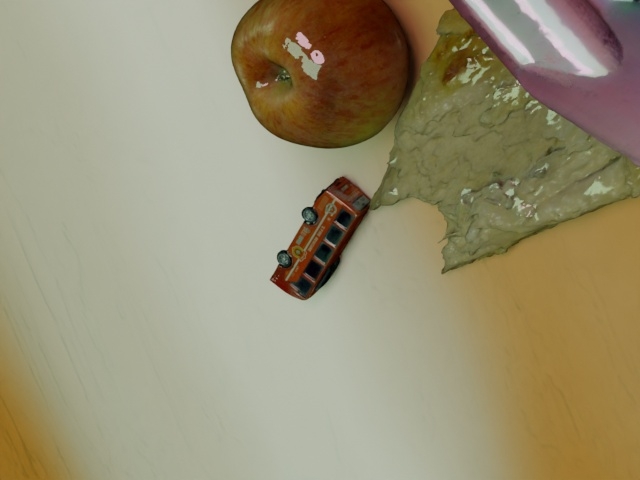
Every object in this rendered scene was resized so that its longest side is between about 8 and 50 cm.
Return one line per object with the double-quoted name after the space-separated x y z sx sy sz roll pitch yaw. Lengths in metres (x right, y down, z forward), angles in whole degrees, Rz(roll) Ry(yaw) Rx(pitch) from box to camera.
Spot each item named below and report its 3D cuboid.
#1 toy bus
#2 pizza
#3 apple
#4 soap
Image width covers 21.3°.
0.000 0.000 1.313 0.043 0.031 0.110 37 130 8 "toy bus"
0.118 -0.068 1.182 0.262 0.034 0.181 -35 89 43 "pizza"
0.001 -0.123 1.198 0.126 0.102 0.126 19 123 31 "apple"
0.174 -0.161 0.982 0.324 0.193 0.109 49 135 5 "soap"
